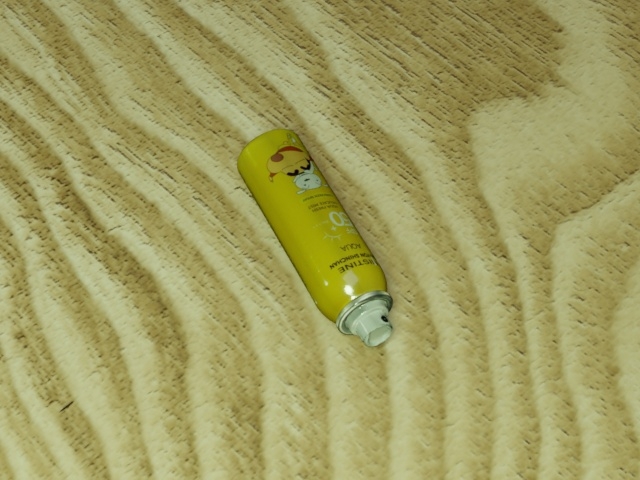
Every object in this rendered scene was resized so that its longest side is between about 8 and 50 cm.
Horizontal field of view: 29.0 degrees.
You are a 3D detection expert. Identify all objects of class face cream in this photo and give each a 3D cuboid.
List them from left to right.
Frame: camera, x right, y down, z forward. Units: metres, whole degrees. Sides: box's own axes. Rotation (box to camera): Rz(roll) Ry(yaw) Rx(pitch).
[{"bbox_3d":[0.000,0.000,1.719,0.105,0.105,0.349,-21,58,-16],"label":"face cream"}]
